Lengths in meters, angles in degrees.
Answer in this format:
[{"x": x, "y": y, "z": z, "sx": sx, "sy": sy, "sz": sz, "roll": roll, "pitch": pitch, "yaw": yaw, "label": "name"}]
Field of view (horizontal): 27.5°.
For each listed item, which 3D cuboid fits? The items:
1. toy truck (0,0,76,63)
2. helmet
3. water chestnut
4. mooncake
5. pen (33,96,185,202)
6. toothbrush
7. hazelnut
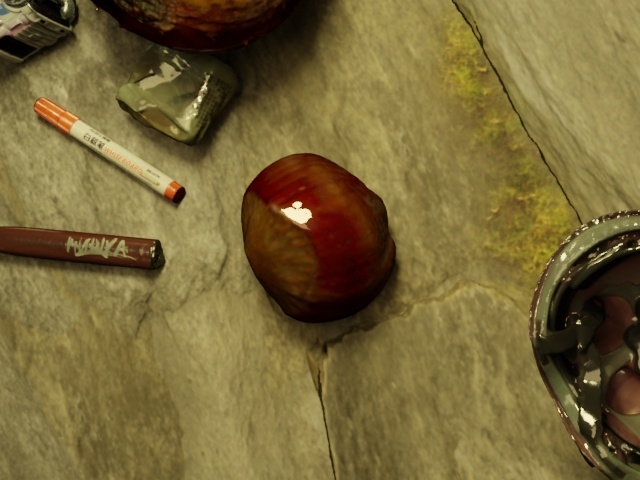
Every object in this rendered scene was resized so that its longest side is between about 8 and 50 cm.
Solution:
[{"x": -0.449, "y": -0.357, "z": 1.725, "sx": 0.155, "sy": 0.124, "sz": 0.268, "roll": -34, "pitch": 73, "yaw": 14, "label": "toy truck"}, {"x": 0.381, "y": 0.123, "z": 1.412, "sx": 0.271, "sy": 0.197, "sz": 0.338, "roll": -39, "pitch": 82, "yaw": 14, "label": "helmet"}, {"x": -0.152, "y": -0.402, "z": 1.546, "sx": 0.351, "sy": 0.302, "sz": 0.350, "roll": 2, "pitch": 63, "yaw": -4, "label": "water chestnut"}, {"x": -0.178, "y": -0.190, "z": 1.657, "sx": 0.130, "sy": 0.073, "sz": 0.125, "roll": 34, "pitch": 89, "yaw": 17, "label": "mooncake"}, {"x": -0.274, "y": -0.118, "z": 1.693, "sx": 0.239, "sy": 0.028, "sz": 0.028, "roll": 33, "pitch": 90, "yaw": 15, "label": "pen"}, {"x": -0.376, "y": 0.003, "z": 1.693, "sx": 0.364, "sy": 0.041, "sz": 0.040, "roll": 5, "pitch": 82, "yaw": 15, "label": "toothbrush"}, {"x": -0.008, "y": 0.003, "z": 1.557, "sx": 0.170, "sy": 0.160, "sz": 0.201, "roll": -13, "pitch": 116, "yaw": 23, "label": "hazelnut"}]
